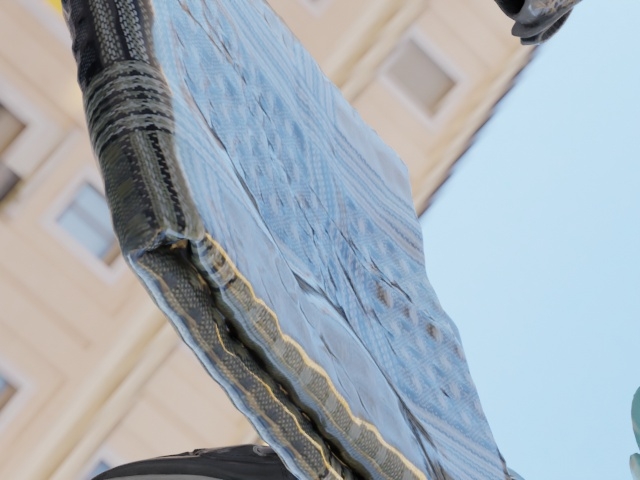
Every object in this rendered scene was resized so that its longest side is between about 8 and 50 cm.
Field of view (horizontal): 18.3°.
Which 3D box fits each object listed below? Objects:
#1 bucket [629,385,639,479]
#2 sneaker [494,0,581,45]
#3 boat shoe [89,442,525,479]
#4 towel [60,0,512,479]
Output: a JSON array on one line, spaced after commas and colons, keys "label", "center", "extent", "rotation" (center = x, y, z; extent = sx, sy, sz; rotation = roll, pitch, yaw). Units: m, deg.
[{"label": "bucket", "center": [0.354, 0.158, 1.277], "extent": [0.281, 0.281, 0.183], "rotation": [-42, -149, 13]}, {"label": "sneaker", "center": [0.019, -0.183, 0.649], "extent": [0.115, 0.281, 0.105], "rotation": [-54, -164, -18]}, {"label": "boat shoe", "center": [-0.007, 0.200, 1.440], "extent": [0.335, 0.112, 0.095], "rotation": [4, -153, 6]}, {"label": "towel", "center": [0.000, 0.000, 0.795], "extent": [0.056, 0.324, 0.312], "rotation": [-30, -141, 9]}]
